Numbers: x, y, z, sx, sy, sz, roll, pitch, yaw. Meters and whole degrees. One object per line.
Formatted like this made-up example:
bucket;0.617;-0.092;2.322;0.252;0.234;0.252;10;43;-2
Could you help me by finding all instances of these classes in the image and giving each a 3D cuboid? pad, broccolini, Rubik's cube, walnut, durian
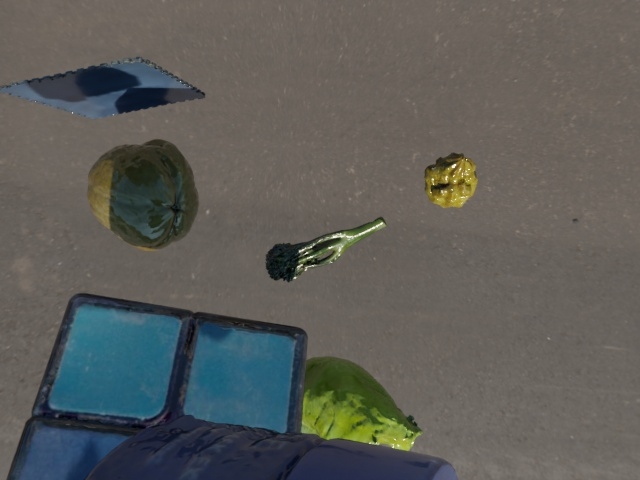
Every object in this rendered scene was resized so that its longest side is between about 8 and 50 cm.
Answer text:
pad;-0.380;-0.270;0.962;0.269;0.269;0.012;-7;91;9
broccolini;0.007;0.018;0.811;0.202;0.091;0.068;-15;71;23
Rubik's cube;-0.207;0.285;0.714;0.318;0.313;0.317;11;58;-10
walnut;-0.397;-0.106;1.207;0.227;0.282;0.283;11;103;-49
durian;0.039;0.395;1.216;0.340;0.204;0.256;48;121;31

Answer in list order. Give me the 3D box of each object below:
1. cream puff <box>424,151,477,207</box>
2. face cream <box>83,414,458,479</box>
cream puff;0.316;-0.154;1.306;0.146;0.146;0.116;-55;143;6
face cream;-0.037;0.252;0.337;0.224;0.249;0.249;0;101;23
